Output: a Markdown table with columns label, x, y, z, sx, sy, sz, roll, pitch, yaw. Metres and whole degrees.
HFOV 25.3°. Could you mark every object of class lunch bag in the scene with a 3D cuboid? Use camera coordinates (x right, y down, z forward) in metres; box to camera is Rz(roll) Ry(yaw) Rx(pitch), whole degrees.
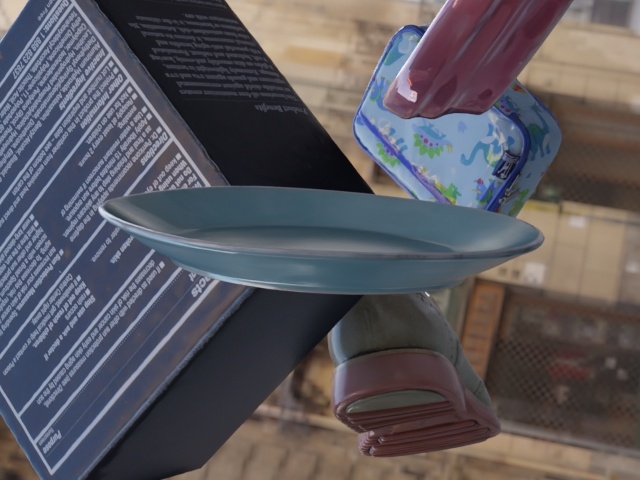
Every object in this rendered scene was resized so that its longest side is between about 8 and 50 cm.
| label | x | y | z | sx | sy | sz | roll | pitch | yaw |
| --- | --- | --- | --- | --- | --- | --- | --- | --- | --- |
| lunch bag | 0.144 | -0.117 | 1.559 | 0.090 | 0.219 | 0.176 | -17 | -33 | -44 |

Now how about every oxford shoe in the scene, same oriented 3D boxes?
| label | x | y | z | sx | sy | sz | roll | pitch | yaw |
| --- | --- | --- | --- | --- | --- | --- | --- | --- | --- |
| oxford shoe | 0.089 | 0.118 | 1.356 | 0.397 | 0.140 | 0.146 | 66 | -166 | -70 |

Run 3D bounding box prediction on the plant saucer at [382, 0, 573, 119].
| label | x | y | z | sx | sy | sz | roll | pitch | yaw |
| --- | --- | --- | --- | --- | --- | --- | --- | --- | --- |
| plant saucer | 0.176 | -0.231 | 1.212 | 0.332 | 0.084 | 0.332 | -55 | 0 | 0 |

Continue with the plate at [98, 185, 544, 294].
| label | x | y | z | sx | sy | sz | roll | pitch | yaw |
| --- | --- | --- | --- | --- | --- | --- | --- | --- | --- |
| plate | 0.000 | 0.000 | 0.606 | 0.188 | 0.188 | 0.024 | -32 | -54 | -75 |

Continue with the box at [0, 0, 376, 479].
| label | x | y | z | sx | sy | sz | roll | pitch | yaw |
| --- | --- | --- | --- | --- | --- | --- | --- | --- | --- |
| box | -0.142 | -0.005 | 1.103 | 0.296 | 0.294 | 0.183 | -48 | -24 | 28 |
